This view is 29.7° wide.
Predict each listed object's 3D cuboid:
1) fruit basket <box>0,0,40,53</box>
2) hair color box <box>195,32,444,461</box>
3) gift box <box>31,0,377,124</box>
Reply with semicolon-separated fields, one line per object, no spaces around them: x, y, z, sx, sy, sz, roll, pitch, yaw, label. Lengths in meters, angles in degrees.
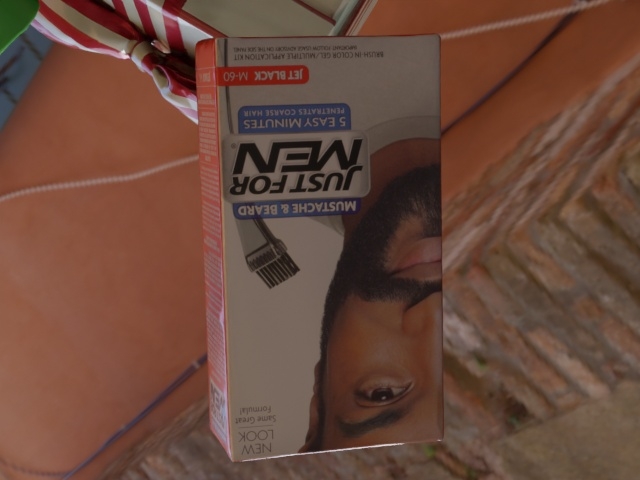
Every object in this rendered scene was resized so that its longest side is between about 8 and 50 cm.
-0.304;-0.058;0.649;0.283;0.392;0.392;-39;-92;-13;fruit basket
0.000;0.000;0.499;0.093;0.053;0.167;-4;-81;-14;hair color box
-0.056;-0.209;0.872;0.255;0.276;0.258;30;-98;7;gift box
